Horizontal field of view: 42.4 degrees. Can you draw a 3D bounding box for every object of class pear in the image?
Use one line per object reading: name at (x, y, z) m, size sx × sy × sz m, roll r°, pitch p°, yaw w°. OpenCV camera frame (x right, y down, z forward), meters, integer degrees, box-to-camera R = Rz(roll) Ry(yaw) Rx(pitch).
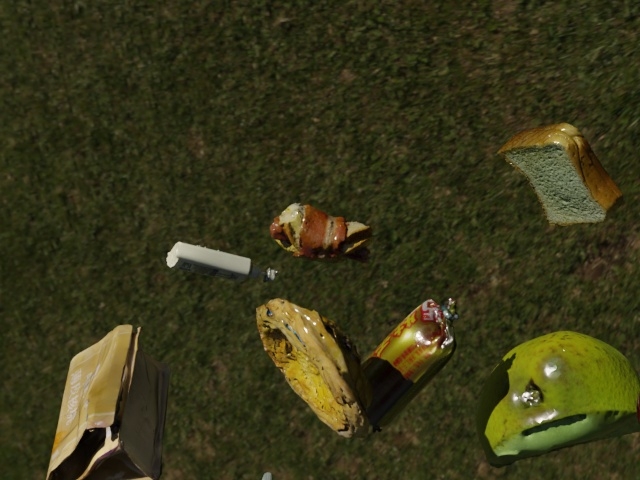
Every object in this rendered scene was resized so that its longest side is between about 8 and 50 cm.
pear at (0.455, 0.291, 1.610) m, size 0.342 × 0.318 × 0.238 m, roll -17°, pitch 62°, yaw 10°

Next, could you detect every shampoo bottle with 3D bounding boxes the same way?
shampoo bottle at (-0.123, 0.032, 1.058) m, size 0.049 × 0.141 × 0.034 m, roll 136°, pitch 143°, yaw -54°

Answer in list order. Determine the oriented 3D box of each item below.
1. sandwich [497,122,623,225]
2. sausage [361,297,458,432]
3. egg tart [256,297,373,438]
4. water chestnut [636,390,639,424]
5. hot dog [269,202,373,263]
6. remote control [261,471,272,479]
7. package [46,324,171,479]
sandwich at (0.478, -0.126, 1.634) m, size 0.214 × 0.065 × 0.186 m, roll 52°, pitch 158°, yaw -19°
sausage at (0.161, 0.219, 1.514) m, size 0.117 × 0.125 × 0.317 m, roll 26°, pitch 126°, yaw -12°
egg tart at (0.002, 0.203, 1.407) m, size 0.291 × 0.107 × 0.291 m, roll 46°, pitch 157°, yaw 25°
water chestnut at (0.664, 0.319, 1.443) m, size 0.224 × 0.224 × 0.238 m, roll 28°, pitch 134°, yaw 21°
hot dog at (0.000, 0.000, 1.683) m, size 0.213 × 0.103 × 0.146 m, roll 16°, pitch 155°, yaw -2°
remote control at (-0.090, 0.422, 1.321) m, size 0.018 × 0.124 × 0.053 m, roll 16°, pitch 102°, yaw -7°
package at (-0.424, 0.313, 1.631) m, size 0.221 × 0.311 × 0.165 m, roll -4°, pitch 126°, yaw -1°
